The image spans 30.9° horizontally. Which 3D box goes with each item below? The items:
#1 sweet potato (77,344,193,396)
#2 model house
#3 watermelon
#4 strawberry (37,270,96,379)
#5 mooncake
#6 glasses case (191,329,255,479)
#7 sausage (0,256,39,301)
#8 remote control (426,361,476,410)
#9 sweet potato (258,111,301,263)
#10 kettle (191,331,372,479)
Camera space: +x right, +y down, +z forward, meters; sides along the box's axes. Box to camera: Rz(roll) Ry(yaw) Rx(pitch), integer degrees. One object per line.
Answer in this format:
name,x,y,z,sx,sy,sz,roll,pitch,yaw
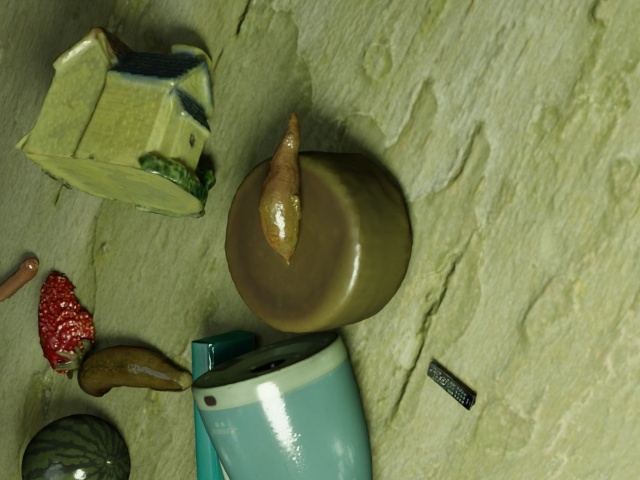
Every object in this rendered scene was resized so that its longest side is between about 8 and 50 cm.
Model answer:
sweet potato,-0.359,0.249,2.208,0.286,0.085,0.112,-6,127,32
model house,-0.311,-0.207,2.018,0.321,0.261,0.266,9,77,24
watermelon,-0.470,0.437,2.243,0.212,0.212,0.212,8,102,41
strawberry,-0.541,0.174,2.345,0.208,0.087,0.167,50,127,26
mooncake,0.000,0.000,1.787,0.284,0.155,0.284,1,91,42
glasses case,-0.157,0.314,2.005,0.070,0.117,0.301,7,102,41
sausage,-0.649,0.087,2.456,0.186,0.043,0.043,-33,75,39
remote control,0.197,0.216,1.739,0.091,0.016,0.034,39,136,31
sweet potato,-0.058,-0.076,1.691,0.068,0.068,0.226,7,96,41
kettle,-0.056,0.348,1.853,0.319,0.247,0.342,-11,100,49
